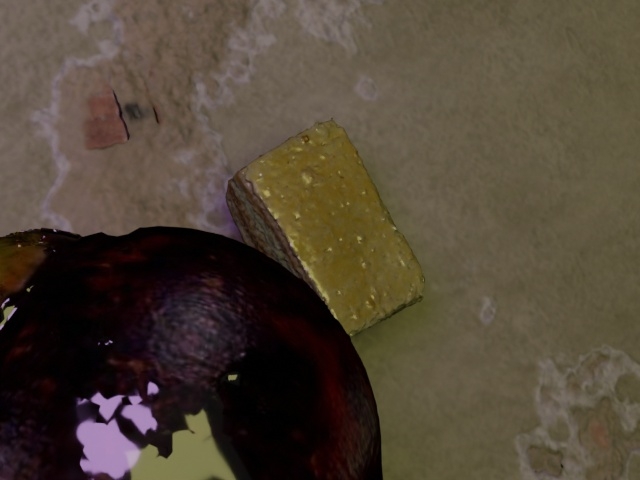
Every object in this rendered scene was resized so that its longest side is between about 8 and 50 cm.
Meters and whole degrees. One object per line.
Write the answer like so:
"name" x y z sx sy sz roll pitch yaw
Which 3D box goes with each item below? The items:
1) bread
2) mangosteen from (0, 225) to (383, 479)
"bread" 0.000 0.000 1.190 0.138 0.102 0.196 -28 89 -40
"mangosteen" -0.161 0.184 0.923 0.421 0.381 0.381 -4 78 -14
